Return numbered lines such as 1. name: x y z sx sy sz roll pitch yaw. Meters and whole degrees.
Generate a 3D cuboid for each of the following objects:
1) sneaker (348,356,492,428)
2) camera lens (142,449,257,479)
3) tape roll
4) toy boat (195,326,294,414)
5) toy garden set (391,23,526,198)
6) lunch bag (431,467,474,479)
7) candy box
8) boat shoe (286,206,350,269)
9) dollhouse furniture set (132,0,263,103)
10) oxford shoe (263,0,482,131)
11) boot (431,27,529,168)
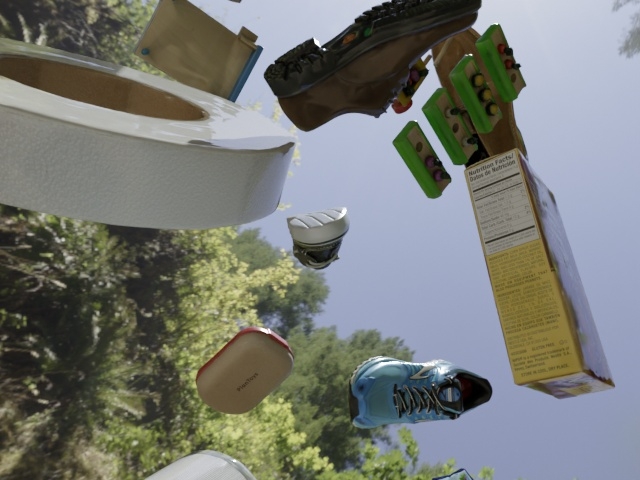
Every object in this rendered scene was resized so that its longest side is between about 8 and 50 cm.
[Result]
1. sneaker: 0.096 0.139 0.542 0.073 0.162 0.064 -10 -98 55
2. camera lens: -0.219 0.461 0.877 0.219 0.274 0.220 1 -88 24
3. tape roll: -0.217 -0.117 0.560 0.391 0.392 0.072 25 -70 22
4. toy boat: -0.173 0.272 1.300 0.231 0.151 0.151 -43 -66 13
5. toy garden set: 0.184 -0.210 0.780 0.244 0.204 0.049 -50 -146 -16
6. lunch bag: 0.261 0.518 1.052 0.096 0.129 0.151 -32 -78 27
7. candy box: 0.181 0.030 0.486 0.053 0.109 0.187 -21 -120 31
8. boat shoe: 0.000 0.000 1.211 0.121 0.335 0.119 -14 -84 -5
9. dollhouse furniture set: -0.261 -0.418 1.074 0.198 0.286 0.304 27 -89 59
10. oxford shoe: 0.062 -0.184 0.602 0.227 0.096 0.083 -24 -145 8
11. boot: 0.259 -0.225 0.980 0.112 0.115 0.306 -21 -86 40
